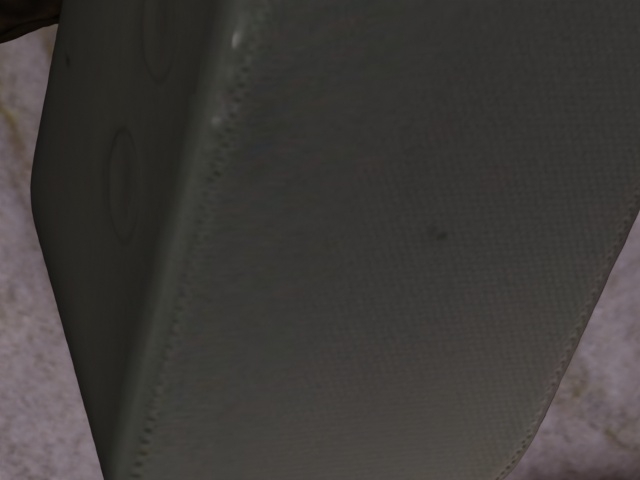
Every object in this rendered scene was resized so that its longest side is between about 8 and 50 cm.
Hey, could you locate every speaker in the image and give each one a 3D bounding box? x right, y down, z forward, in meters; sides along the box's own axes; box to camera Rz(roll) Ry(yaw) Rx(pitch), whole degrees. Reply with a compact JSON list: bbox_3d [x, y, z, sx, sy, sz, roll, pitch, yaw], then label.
[{"bbox_3d":[0.015,-0.096,0.684,0.183,0.184,0.406,-3,131,-26],"label":"speaker"}]

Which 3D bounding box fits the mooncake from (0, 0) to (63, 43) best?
[{"bbox_3d":[-0.159,-0.184,0.784,0.228,0.124,0.228,5,134,5],"label":"mooncake"}]
